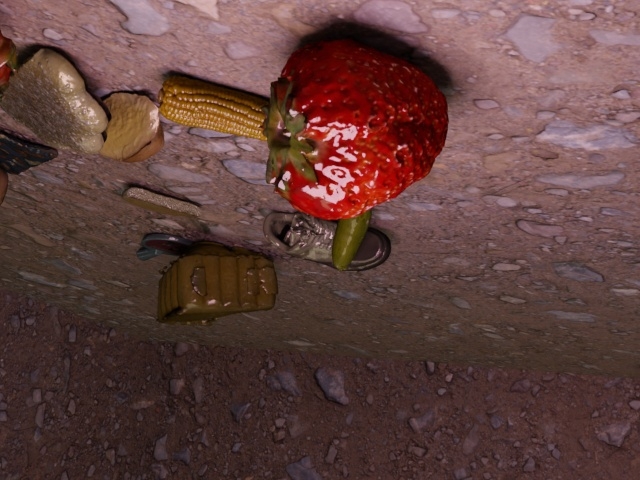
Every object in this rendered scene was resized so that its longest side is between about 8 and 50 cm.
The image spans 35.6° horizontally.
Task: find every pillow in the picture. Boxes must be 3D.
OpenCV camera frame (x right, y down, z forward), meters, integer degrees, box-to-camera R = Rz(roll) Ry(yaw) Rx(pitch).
[{"bbox_3d":[-0.706,-0.197,2.179,0.189,0.034,0.255,19,165,-35],"label":"pillow"}]

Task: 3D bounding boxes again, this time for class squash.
[{"bbox_3d":[0.062,-0.012,2.094,0.066,0.066,0.201,12,132,-2],"label":"squash"}]

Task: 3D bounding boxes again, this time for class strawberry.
[{"bbox_3d":[0.056,-0.156,1.422,0.276,0.257,0.257,3,168,-21],"label":"strawberry"}]

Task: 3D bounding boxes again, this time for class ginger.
[{"bbox_3d":[-0.319,-0.203,1.799,0.122,0.115,0.193,0,171,-42],"label":"ginger"}]

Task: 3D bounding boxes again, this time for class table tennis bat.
[{"bbox_3d":[-0.437,0.020,2.756,0.153,0.040,0.244,20,158,-35],"label":"table tennis bat"}]

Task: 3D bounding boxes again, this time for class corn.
[{"bbox_3d":[-0.155,-0.211,1.645,0.231,0.080,0.080,15,164,-11],"label":"corn"}]

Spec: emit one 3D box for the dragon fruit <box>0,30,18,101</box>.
[{"bbox_3d":[-0.538,-0.299,1.463,0.200,0.198,0.269,27,146,-14],"label":"dragon fruit"}]

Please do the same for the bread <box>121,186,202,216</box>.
[{"bbox_3d":[-0.381,-0.090,2.324,0.193,0.036,0.112,17,169,-31],"label":"bread"}]

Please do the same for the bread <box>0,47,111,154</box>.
[{"bbox_3d":[-0.461,-0.228,1.740,0.207,0.056,0.286,44,152,-18],"label":"bread"}]

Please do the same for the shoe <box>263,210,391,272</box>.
[{"bbox_3d":[0.000,-0.003,2.204,0.292,0.109,0.149,7,170,32],"label":"shoe"}]

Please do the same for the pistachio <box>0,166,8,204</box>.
[{"bbox_3d":[-0.770,-0.125,2.225,0.135,0.136,0.226,22,172,-33],"label":"pistachio"}]

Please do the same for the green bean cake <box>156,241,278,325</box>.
[{"bbox_3d":[-0.283,0.115,2.679,0.285,0.202,0.310,2,166,-27],"label":"green bean cake"}]
